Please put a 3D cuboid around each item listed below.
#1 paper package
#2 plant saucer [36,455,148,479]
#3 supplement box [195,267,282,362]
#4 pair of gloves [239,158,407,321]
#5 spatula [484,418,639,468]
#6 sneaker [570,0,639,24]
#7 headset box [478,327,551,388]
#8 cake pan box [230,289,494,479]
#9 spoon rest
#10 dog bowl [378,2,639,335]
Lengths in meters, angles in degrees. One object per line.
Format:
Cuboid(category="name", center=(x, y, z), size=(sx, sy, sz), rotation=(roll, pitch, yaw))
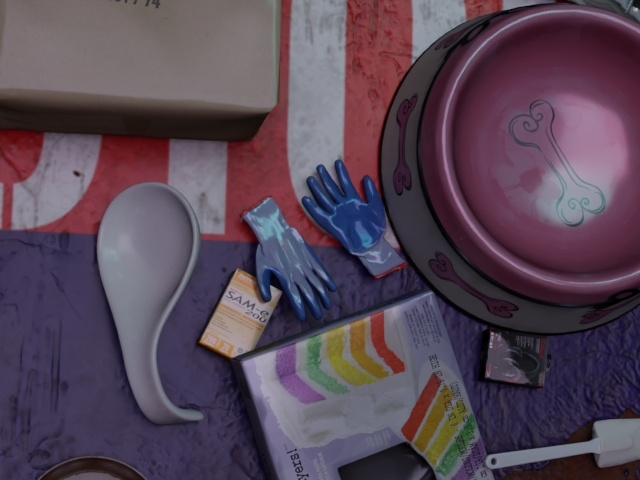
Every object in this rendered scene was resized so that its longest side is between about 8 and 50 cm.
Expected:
Cuboid(category="paper package", center=(-0.211, -0.278, 1.818), size=(0.324, 0.168, 0.310), rotation=(3, 81, -9))
Cuboid(category="plant saucer", center=(-0.256, 0.325, 1.791), size=(0.168, 0.029, 0.169), rotation=(1, 82, -9))
Cuboid(category="supplement box", center=(-0.094, 0.090, 1.850), size=(0.062, 0.036, 0.098), rotation=(27, 78, -6))
Cuboid(category="pair of gloves", center=(0.000, 0.000, 1.869), size=(0.198, 0.023, 0.159), rotation=(-28, 81, -24))
Cuboid(category="spatula", center=(0.298, 0.301, 1.876), size=(0.242, 0.019, 0.168), rotation=(-4, 88, -25))
Cuboid(category="sneaker", center=(0.336, -0.328, 1.952), size=(0.292, 0.118, 0.110), rotation=(30, 72, -8))
Cuboid(category="headset box", center=(0.234, 0.141, 1.905), size=(0.083, 0.032, 0.062), rotation=(9, 80, -7))
Cuboid(category="cake pan box", center=(0.052, 0.217, 1.829), size=(0.245, 0.070, 0.267), rotation=(-17, 94, -12))
Cuboid(category="spoon rest", center=(-0.187, 0.070, 1.802), size=(0.137, 0.084, 0.276), rotation=(-10, 84, 27))
Cuboid(category="dog bowl", center=(0.282, -0.097, 1.890), size=(0.407, 0.150, 0.408), rotation=(2, 81, -11))
